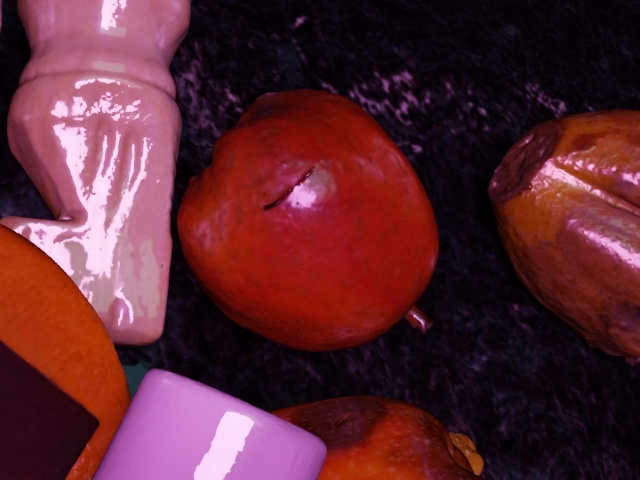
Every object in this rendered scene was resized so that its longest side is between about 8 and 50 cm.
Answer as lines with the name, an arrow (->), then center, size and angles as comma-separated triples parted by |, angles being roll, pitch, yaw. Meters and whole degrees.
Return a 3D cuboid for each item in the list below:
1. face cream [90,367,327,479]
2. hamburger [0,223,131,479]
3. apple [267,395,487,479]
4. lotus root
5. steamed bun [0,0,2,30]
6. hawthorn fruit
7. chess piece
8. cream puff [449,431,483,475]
face cream -> -0.088, 0.195, 0.374 | 0.154, 0.096, 0.273 | 34, 73, -32
hamburger -> -0.243, 0.109, 0.424 | 0.291, 0.225, 0.290 | 1, 89, -50
apple -> 0.018, 0.198, 0.526 | 0.230, 0.230, 0.229 | 10, 64, -21
lotus root -> 0.242, -0.027, 0.756 | 0.180, 0.199, 0.188 | 33, 51, -14
steamed bun -> -0.333, -0.104, 0.503 | 0.320, 0.275, 0.206 | -10, 82, 9
hawthorn fruit -> 0.000, 0.000, 0.647 | 0.202, 0.185, 0.185 | 41, 57, -6
chess piece -> -0.160, -0.075, 0.653 | 0.137, 0.137, 0.300 | 5, 76, -23
cream puff -> 0.079, 0.178, 0.675 | 0.083, 0.083, 0.058 | -58, 138, -44
